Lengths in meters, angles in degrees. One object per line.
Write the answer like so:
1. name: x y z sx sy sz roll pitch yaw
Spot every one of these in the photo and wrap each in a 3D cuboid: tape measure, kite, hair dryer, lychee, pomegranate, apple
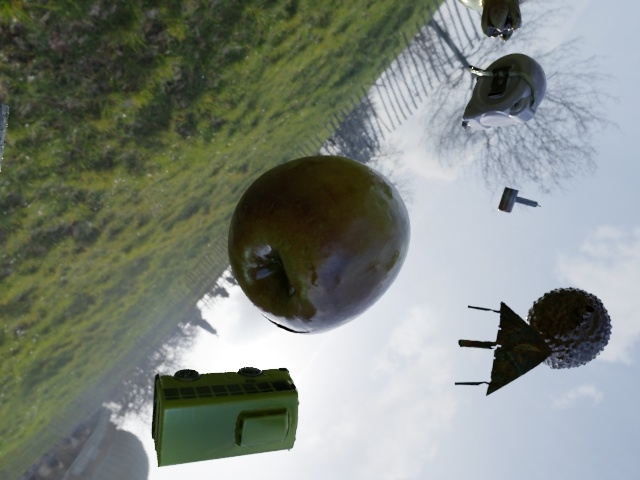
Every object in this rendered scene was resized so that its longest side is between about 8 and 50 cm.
1. tape measure: 0.452 -0.372 1.165 0.196 0.105 0.179 -1 -109 55
2. kite: 0.317 0.184 0.819 0.160 0.010 0.183 0 -127 33
3. hair dryer: 0.523 -0.097 1.228 0.037 0.114 0.063 -117 -140 -74
4. lychee: 0.587 0.207 1.129 0.200 0.200 0.238 -54 157 -21
5. pomegranate: 0.284 -0.444 0.763 0.179 0.179 0.211 -19 -138 54
6. apple: 0.000 0.000 1.002 0.384 0.374 0.374 -43 -165 48

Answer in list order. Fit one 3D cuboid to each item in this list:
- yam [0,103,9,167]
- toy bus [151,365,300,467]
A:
1. yam: -0.851 -0.267 1.194 0.107 0.107 0.183 -12 -103 59
2. toy bus: -0.167 0.316 0.864 0.150 0.261 0.128 -161 -105 -66
